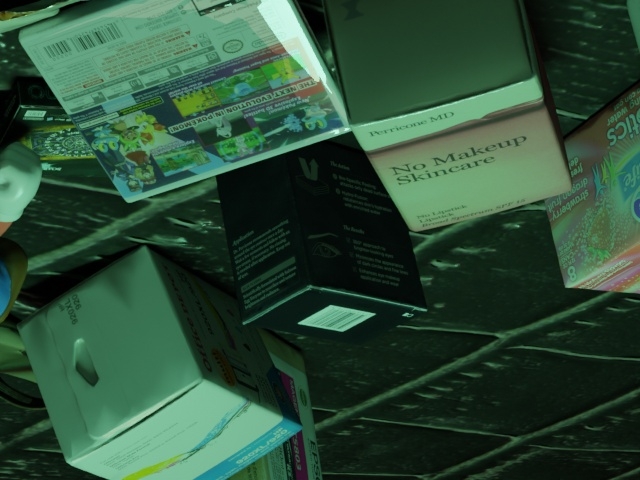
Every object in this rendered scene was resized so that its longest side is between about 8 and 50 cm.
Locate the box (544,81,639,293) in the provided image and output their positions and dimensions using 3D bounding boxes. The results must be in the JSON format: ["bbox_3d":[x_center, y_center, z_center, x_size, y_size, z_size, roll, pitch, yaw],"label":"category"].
[{"bbox_3d":[0.353,-0.071,1.569,0.154,0.142,0.300,5,152,-32],"label":"box"}]

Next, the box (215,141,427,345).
[{"bbox_3d":[0.000,0.000,1.557,0.093,0.158,0.156,-30,150,37],"label":"box"}]

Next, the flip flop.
[{"bbox_3d":[-0.316,0.139,1.845,0.112,0.080,0.277,-23,156,27],"label":"flip flop"}]

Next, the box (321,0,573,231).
[{"bbox_3d":[0.106,-0.116,1.372,0.148,0.127,0.232,-15,157,10],"label":"box"}]

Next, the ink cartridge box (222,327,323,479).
[{"bbox_3d":[-0.074,0.222,1.948,0.088,0.235,0.193,-17,157,17],"label":"ink cartridge box"}]

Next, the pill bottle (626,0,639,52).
[{"bbox_3d":[0.330,-0.112,1.349,0.131,0.229,0.131,-9,158,-4],"label":"pill bottle"}]

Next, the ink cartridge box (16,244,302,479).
[{"bbox_3d":[-0.163,0.143,1.768,0.168,0.171,0.232,-33,152,12],"label":"ink cartridge box"}]

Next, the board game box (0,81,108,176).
[{"bbox_3d":[-0.177,-0.090,1.437,0.186,0.026,0.126,1,156,-26],"label":"board game box"}]

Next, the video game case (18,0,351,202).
[{"bbox_3d":[-0.098,-0.124,1.309,0.201,0.023,0.183,-17,132,14],"label":"video game case"}]

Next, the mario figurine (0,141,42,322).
[{"bbox_3d":[-0.333,-0.032,1.419,0.198,0.170,0.320,-36,165,-10],"label":"mario figurine"}]

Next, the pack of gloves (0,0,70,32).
[{"bbox_3d":[-0.198,-0.168,1.145,0.195,0.046,0.232,-18,-171,12],"label":"pack of gloves"}]
